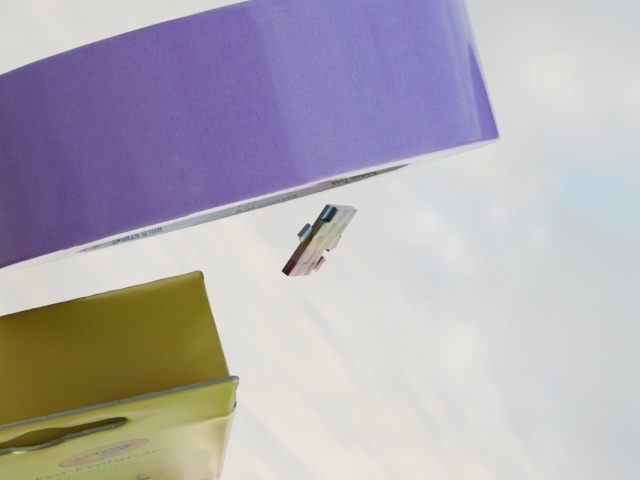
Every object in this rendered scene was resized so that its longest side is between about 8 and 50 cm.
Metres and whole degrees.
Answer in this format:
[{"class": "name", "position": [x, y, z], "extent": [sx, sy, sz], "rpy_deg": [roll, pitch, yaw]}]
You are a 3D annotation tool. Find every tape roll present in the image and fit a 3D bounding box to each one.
[{"class": "tape roll", "position": [-0.051, -0.058, 0.984], "extent": [0.275, 0.275, 0.090], "rpy_deg": [-16, -92, 65]}]

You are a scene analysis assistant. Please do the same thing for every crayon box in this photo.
[{"class": "crayon box", "position": [-0.152, 0.104, 1.038], "extent": [0.318, 0.202, 0.081], "rpy_deg": [109, -33, -70]}]

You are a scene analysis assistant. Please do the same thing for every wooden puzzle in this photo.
[{"class": "wooden puzzle", "position": [0.000, 0.000, 1.145], "extent": [0.006, 0.049, 0.083], "rpy_deg": [37, 11, 14]}]
